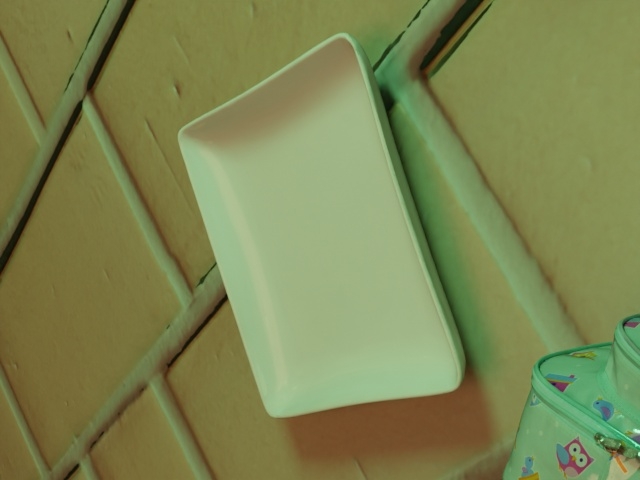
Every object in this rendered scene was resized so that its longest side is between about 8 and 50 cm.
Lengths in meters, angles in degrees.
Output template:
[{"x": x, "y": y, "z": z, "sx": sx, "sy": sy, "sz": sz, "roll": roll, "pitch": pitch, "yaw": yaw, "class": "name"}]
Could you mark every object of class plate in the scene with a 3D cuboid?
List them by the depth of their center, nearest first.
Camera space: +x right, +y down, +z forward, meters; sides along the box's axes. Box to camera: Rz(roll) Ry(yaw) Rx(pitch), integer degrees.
[{"x": 0.000, "y": 0.000, "z": 0.956, "sx": 0.278, "sy": 0.045, "sz": 0.277, "roll": -20, "pitch": 86, "yaw": 54, "class": "plate"}]

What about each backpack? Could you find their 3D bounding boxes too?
[{"x": 0.202, "y": 0.115, "z": 0.636, "sx": 0.188, "sy": 0.166, "sz": 0.144, "roll": 18, "pitch": 108, "yaw": 45, "class": "backpack"}]
